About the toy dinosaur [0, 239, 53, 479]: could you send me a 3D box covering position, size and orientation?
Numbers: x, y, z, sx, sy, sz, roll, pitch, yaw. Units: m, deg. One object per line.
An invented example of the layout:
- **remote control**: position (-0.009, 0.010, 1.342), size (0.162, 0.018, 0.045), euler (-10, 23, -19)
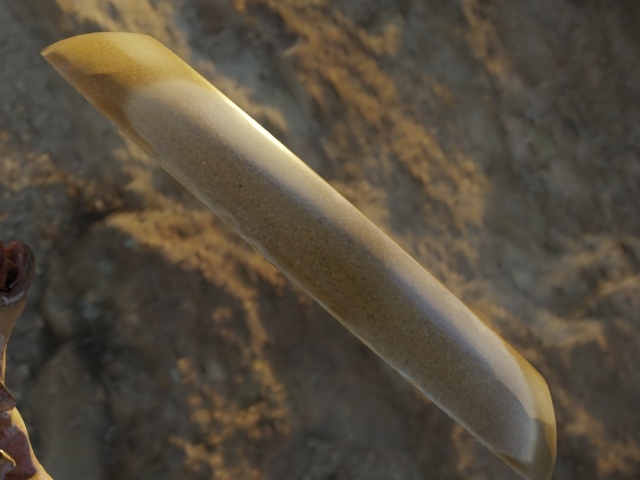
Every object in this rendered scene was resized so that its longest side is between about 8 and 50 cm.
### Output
- **toy dinosaur**: position (-0.141, 0.153, 0.677), size (0.200, 0.127, 0.296), euler (20, 65, -69)

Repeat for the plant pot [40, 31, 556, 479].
- **plant pot**: position (0.000, 0.000, 0.658), size (0.236, 0.032, 0.236), euler (41, -1, 1)
